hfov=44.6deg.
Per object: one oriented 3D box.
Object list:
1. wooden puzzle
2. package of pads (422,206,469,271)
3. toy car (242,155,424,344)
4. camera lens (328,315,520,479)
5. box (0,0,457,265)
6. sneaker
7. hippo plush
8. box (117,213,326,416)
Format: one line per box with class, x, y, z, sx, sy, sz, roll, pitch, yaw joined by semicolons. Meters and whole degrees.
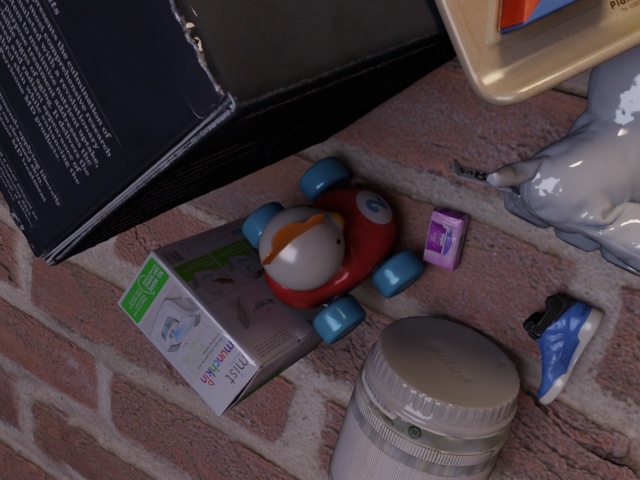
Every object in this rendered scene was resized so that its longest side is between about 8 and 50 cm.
wooden puzzle;0.216;-0.331;0.647;0.347;0.322;0.080;64;172;-7
package of pads;0.175;-0.002;1.094;0.050;0.032;0.083;20;117;26
toy car;0.000;0.000;1.052;0.210;0.238;0.219;-38;76;3
camera lens;0.140;0.274;1.102;0.219;0.219;0.274;28;121;23
box;-0.091;-0.241;0.844;0.472;0.480;0.297;-22;96;51
sneaker;0.304;0.141;1.041;0.085;0.058;0.152;28;117;16
hippo plush;0.320;-0.114;0.867;0.294;0.234;0.236;27;95;-13
box;-0.123;0.099;1.187;0.231;0.262;0.126;45;120;11
